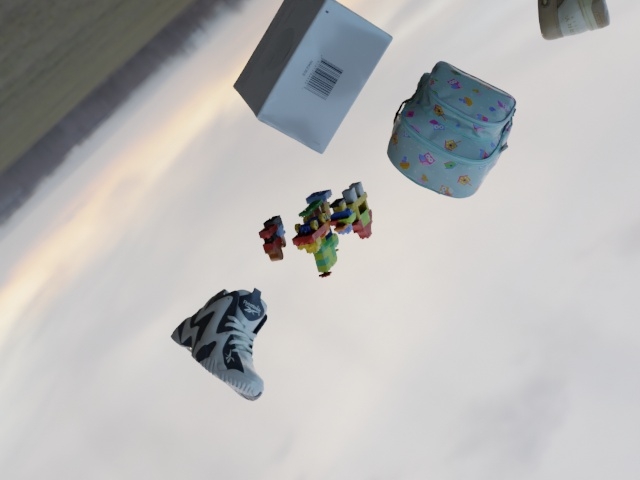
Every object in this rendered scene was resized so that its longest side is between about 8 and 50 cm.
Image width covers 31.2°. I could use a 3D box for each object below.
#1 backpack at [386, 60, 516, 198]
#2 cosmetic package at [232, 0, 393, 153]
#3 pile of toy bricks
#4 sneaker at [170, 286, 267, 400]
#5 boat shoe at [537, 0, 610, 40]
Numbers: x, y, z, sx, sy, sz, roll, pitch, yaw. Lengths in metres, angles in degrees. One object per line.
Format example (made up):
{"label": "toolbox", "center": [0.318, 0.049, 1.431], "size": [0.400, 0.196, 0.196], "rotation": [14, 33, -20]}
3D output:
{"label": "backpack", "center": [0.187, -0.157, 1.649], "size": [0.188, 0.166, 0.144], "rotation": [-59, 177, -44]}
{"label": "cosmetic package", "center": [-0.018, -0.295, 1.911], "size": [0.224, 0.138, 0.224], "rotation": [-58, -156, 11]}
{"label": "pile of toy bricks", "center": [0.000, 0.000, 1.648], "size": [0.118, 0.105, 0.212], "rotation": [-10, -165, 26]}
{"label": "sneaker", "center": [-0.130, 0.149, 1.832], "size": [0.153, 0.094, 0.235], "rotation": [-52, -148, -6]}
{"label": "boat shoe", "center": [0.354, -0.454, 1.749], "size": [0.110, 0.121, 0.341], "rotation": [-17, -126, 20]}
